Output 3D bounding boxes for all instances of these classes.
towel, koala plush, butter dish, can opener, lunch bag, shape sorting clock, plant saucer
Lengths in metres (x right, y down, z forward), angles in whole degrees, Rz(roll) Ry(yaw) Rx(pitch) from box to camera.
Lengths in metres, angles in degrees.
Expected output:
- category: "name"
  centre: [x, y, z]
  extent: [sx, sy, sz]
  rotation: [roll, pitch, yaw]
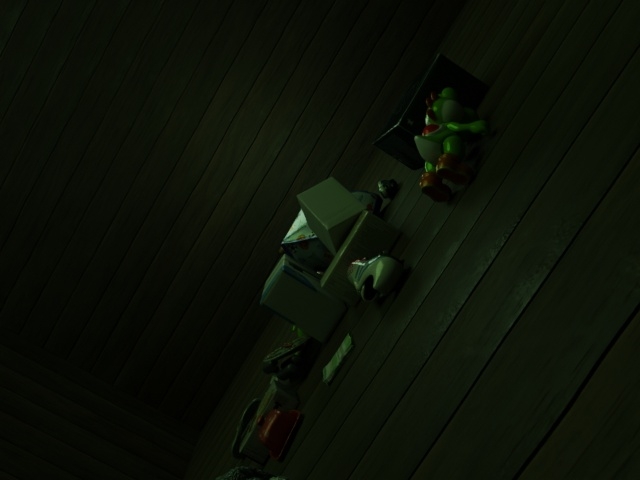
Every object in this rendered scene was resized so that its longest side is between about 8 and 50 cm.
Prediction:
- category: "towel"
  centre: [0.053, 0.363, 1.559]
  extent: [0.152, 0.023, 0.113]
  rotation: [-58, 7, 7]
- category: "koala plush"
  centre: [-0.150, 0.645, 1.195]
  extent: [0.221, 0.203, 0.196]
  rotation: [-22, 36, 60]
- category: "butter dish"
  centre: [-0.152, 0.601, 1.615]
  extent: [0.160, 0.118, 0.160]
  rotation: [-62, 7, -20]
- category: "can opener"
  centre: [-0.158, 0.491, 1.937]
  extent: [0.076, 0.095, 0.283]
  rotation: [-64, 8, -32]
- category: "lunch bag"
  centre: [0.077, -0.042, 2.216]
  extent: [0.385, 0.239, 0.328]
  rotation: [-15, 36, 34]
- category: "shape sorting clock"
  centre: [-0.127, 0.413, 1.933]
  extent: [0.206, 0.040, 0.206]
  rotation: [-23, -3, -1]
- category: "plant saucer"
  centre: [-0.067, 0.457, 1.991]
  extent: [0.241, 0.037, 0.241]
  rotation: [-58, 7, 12]

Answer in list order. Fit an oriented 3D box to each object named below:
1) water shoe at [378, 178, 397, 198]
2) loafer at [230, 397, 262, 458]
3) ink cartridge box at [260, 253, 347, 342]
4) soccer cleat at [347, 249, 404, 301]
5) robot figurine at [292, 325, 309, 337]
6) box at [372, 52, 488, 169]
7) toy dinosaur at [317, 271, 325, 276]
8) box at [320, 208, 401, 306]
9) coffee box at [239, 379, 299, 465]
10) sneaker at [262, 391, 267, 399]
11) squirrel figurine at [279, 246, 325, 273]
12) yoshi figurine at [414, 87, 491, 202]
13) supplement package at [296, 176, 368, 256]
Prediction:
- category: "water shoe"
  centre: [0.308, -0.236, 2.245]
  extent: [0.080, 0.073, 0.203]
  rotation: [-30, 14, 14]
- category: "loafer"
  centre: [-0.309, 0.780, 2.105]
  extent: [0.251, 0.094, 0.087]
  rotation: [-62, 11, -22]
- category: "ink cartridge box"
  centre: [-0.070, 0.215, 2.006]
  extent: [0.166, 0.285, 0.395]
  rotation: [-57, 7, 4]
- category: "soccer cleat"
  centre: [0.142, 0.126, 1.547]
  extent: [0.143, 0.116, 0.331]
  rotation: [-61, 7, -20]
- category: "robot figurine"
  centre: [-0.064, 0.369, 2.123]
  extent: [0.067, 0.101, 0.115]
  rotation: [-56, -29, -57]
- category: "box"
  centre: [0.393, -0.462, 1.889]
  extent: [0.293, 0.212, 0.395]
  rotation: [-59, 6, -2]
- category: "toy dinosaur"
  centre: [-0.002, 0.209, 2.306]
  extent: [0.295, 0.127, 0.200]
  rotation: [-45, 18, 15]
- category: "box"
  centre: [0.137, 0.059, 1.771]
  extent: [0.311, 0.148, 0.121]
  rotation: [-57, 6, 5]
- category: "coffee box"
  centre: [-0.183, 0.636, 1.775]
  extent: [0.246, 0.098, 0.141]
  rotation: [-60, 6, -5]
- category: "sneaker"
  centre: [-0.214, 0.667, 2.003]
  extent: [0.084, 0.069, 0.185]
  rotation: [-55, 5, -6]
- category: "squirrel figurine"
  centre: [0.000, 0.000, 2.585]
  extent: [0.397, 0.281, 0.370]
  rotation: [-61, 13, 6]
- category: "yoshi figurine"
  centre: [0.399, -0.290, 1.484]
  extent: [0.203, 0.203, 0.362]
  rotation: [58, -144, -52]
- category: "supplement package"
  centre: [0.061, -0.089, 1.962]
  extent: [0.175, 0.177, 0.293]
  rotation: [-30, 40, -10]
